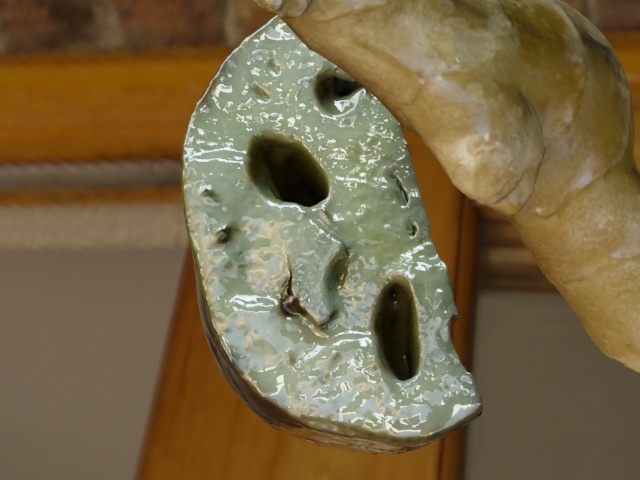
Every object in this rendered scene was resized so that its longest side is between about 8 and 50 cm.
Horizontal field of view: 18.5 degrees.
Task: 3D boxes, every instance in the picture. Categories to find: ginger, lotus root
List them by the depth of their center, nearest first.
[{"bbox_3d":[0.062,-0.062,0.796,0.081,0.147,0.334,-18,-37,38],"label":"ginger"},{"bbox_3d":[0.000,0.000,0.987,0.138,0.234,0.119,-7,-16,-7],"label":"lotus root"}]
